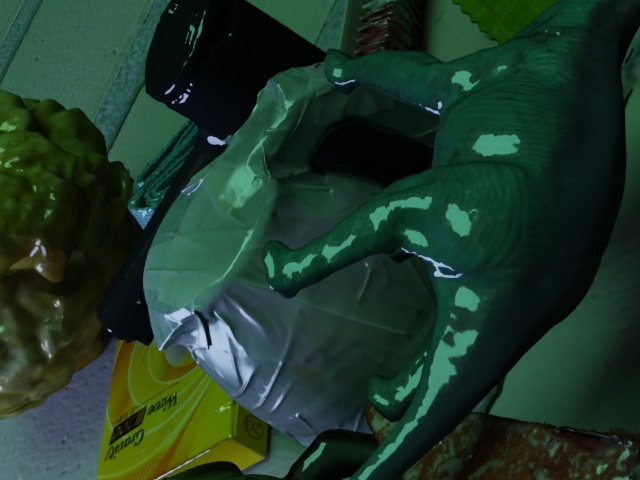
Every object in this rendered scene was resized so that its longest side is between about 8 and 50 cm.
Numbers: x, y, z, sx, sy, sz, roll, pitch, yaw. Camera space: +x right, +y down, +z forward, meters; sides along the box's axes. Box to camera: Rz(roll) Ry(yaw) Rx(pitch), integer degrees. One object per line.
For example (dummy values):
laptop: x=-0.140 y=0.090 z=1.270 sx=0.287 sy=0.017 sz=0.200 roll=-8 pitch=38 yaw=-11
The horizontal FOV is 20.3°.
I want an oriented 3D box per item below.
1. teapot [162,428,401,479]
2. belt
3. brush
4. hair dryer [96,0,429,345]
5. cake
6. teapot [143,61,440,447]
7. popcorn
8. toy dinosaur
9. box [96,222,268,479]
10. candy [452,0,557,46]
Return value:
teapot: x=-0.038 y=0.222 z=1.006 sx=0.269 sy=0.173 sz=0.182 roll=-35 pitch=67 yaw=-1
belt: x=-0.060 y=-0.066 z=1.306 sx=0.100 sy=0.065 sz=0.179 roll=20 pitch=62 yaw=43
brush: x=0.056 y=-0.230 z=1.353 sx=0.050 sy=0.060 sz=0.321 roll=-17 pitch=48 yaw=31
hair dryer: x=-0.069 y=-0.032 z=1.221 sx=0.251 sy=0.197 sz=0.089 roll=-53 pitch=30 yaw=16
cake: x=0.093 y=0.154 z=0.923 sx=0.220 sy=0.086 sz=0.117 roll=0 pitch=61 yaw=54
teapot: x=0.001 y=0.010 z=1.094 sx=0.221 sy=0.178 sz=0.163 roll=-42 pitch=34 yaw=24
popcorn: x=-0.258 y=0.011 z=1.391 sx=0.332 sy=0.225 sz=0.265 roll=-176 pitch=103 yaw=-77
toy dinosaur: x=0.141 y=-0.046 z=0.905 sx=0.331 sy=0.129 sz=0.383 roll=-23 pitch=42 yaw=30
box: x=-0.094 y=0.067 z=1.313 sx=0.152 sy=0.043 sz=0.269 roll=-34 pitch=37 yaw=35
candy: x=0.181 y=-0.231 z=1.162 sx=0.246 sy=0.069 sz=0.149 roll=-49 pitch=36 yaw=6
